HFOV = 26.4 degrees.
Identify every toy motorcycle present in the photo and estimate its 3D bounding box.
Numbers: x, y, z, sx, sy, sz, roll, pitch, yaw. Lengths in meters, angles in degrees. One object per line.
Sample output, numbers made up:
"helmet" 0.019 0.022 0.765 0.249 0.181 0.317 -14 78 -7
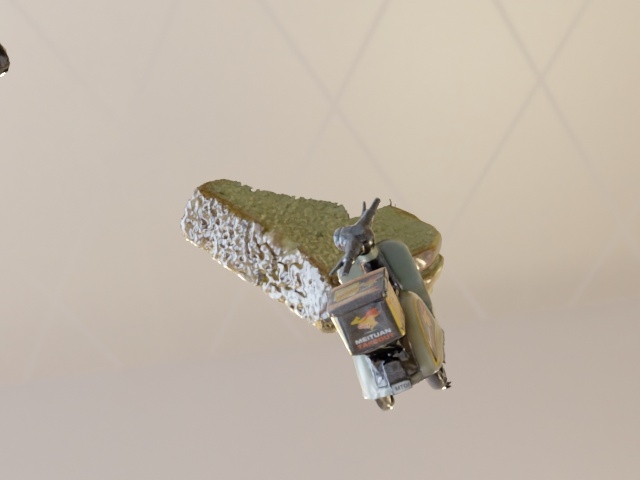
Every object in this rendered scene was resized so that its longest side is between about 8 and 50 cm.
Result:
"toy motorcycle" 0.065 0.067 1.370 0.091 0.157 0.263 -23 -162 9

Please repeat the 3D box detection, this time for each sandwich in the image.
"sandwich" -0.001 0.004 1.778 0.288 0.100 0.254 31 -147 31

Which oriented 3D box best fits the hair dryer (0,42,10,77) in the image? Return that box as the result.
"hair dryer" -0.370 -0.129 1.192 0.089 0.197 0.251 -26 -171 38
